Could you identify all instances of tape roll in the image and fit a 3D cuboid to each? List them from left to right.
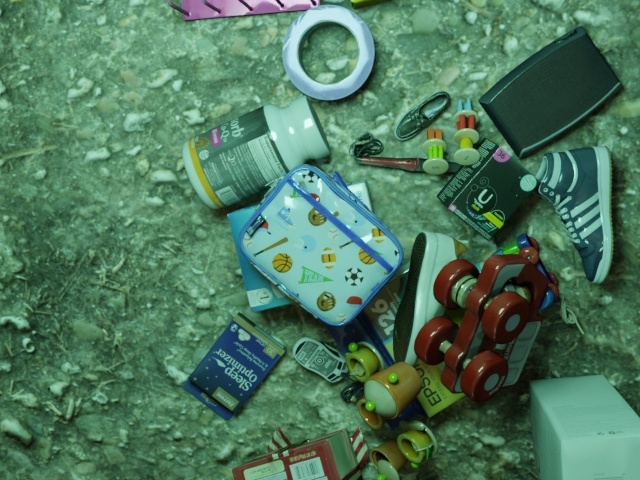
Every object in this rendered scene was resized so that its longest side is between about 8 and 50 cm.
[{"bbox_3d":[0.019,-0.383,1.693,0.188,0.080,0.189,1,100,4],"label":"tape roll"}]

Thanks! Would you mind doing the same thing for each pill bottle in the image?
[{"bbox_3d":[-0.130,-0.183,1.696,0.278,0.162,0.162,-23,97,7],"label":"pill bottle"}]

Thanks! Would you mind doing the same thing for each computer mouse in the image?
[{"bbox_3d":[0.027,0.272,1.820,0.193,0.042,0.106,36,105,-8],"label":"computer mouse"}]

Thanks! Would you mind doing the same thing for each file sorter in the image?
[{"bbox_3d":[-0.157,-0.558,1.625,0.290,0.182,0.202,-3,99,5],"label":"file sorter"}]

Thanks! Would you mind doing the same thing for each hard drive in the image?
[{"bbox_3d":[0.472,-0.300,1.683,0.254,0.054,0.172,-35,95,9],"label":"hard drive"}]

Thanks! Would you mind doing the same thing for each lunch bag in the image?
[{"bbox_3d":[0.000,0.000,1.615,0.303,0.115,0.243,42,97,-4],"label":"lunch bag"}]

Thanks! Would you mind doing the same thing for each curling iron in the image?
[{"bbox_3d":[0.195,-0.174,1.735,0.274,0.035,0.068,12,99,3],"label":"curling iron"}]

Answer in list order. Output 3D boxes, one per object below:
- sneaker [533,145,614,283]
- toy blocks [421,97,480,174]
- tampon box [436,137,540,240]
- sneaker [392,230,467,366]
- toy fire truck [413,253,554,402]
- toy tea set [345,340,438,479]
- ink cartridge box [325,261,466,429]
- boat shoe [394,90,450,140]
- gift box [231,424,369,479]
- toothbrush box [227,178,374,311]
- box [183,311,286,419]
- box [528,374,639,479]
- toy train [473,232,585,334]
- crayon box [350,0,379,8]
[{"bbox_3d":[0.514,-0.051,1.696,0.153,0.099,0.282,-1,92,0],"label":"sneaker"},{"bbox_3d":[0.267,-0.219,1.695,0.123,0.148,0.054,-15,143,29],"label":"toy blocks"},{"bbox_3d":[0.342,-0.106,1.689,0.120,0.101,0.161,36,100,-17],"label":"tampon box"},{"bbox_3d":[0.232,0.132,1.676,0.123,0.106,0.290,10,102,-18],"label":"sneaker"},{"bbox_3d":[0.344,0.164,1.609,0.169,0.253,0.302,36,117,43],"label":"toy fire truck"},{"bbox_3d":[0.127,0.380,1.699,0.124,0.200,0.336,-30,113,-33],"label":"toy tea set"},{"bbox_3d":[0.210,0.215,1.765,0.307,0.072,0.304,-33,97,-1],"label":"ink cartridge box"},{"bbox_3d":[0.211,-0.262,1.716,0.142,0.040,0.049,-41,94,9],"label":"boat shoe"},{"bbox_3d":[-0.023,0.526,1.763,0.255,0.258,0.276,-14,78,9],"label":"gift box"},{"bbox_3d":[-0.022,0.008,1.736,0.295,0.126,0.216,-13,97,7],"label":"toothbrush box"},{"bbox_3d":[-0.197,0.289,1.843,0.136,0.036,0.225,37,101,-2],"label":"box"},{"bbox_3d":[0.535,0.428,1.649,0.168,0.345,0.215,-6,99,5],"label":"box"},{"bbox_3d":[0.435,0.123,1.737,0.143,0.105,0.248,-28,96,19],"label":"toy train"},{"bbox_3d":[0.173,-0.678,1.619,0.313,0.106,0.363,-12,98,8],"label":"crayon box"}]
